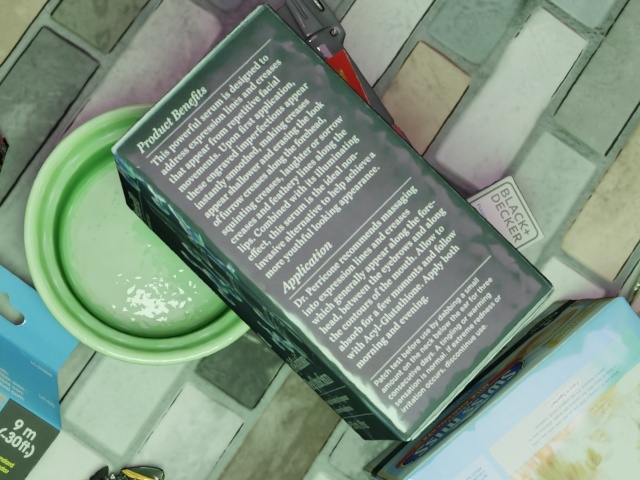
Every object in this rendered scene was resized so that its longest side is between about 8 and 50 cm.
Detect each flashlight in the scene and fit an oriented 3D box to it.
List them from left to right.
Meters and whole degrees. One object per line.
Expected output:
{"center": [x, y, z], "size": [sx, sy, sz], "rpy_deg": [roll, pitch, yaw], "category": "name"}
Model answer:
{"center": [0.027, -0.161, 1.646], "size": [0.103, 0.103, 0.304], "rpy_deg": [-33, 86, -43], "category": "flashlight"}

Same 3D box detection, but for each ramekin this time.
{"center": [-0.194, -0.003, 1.568], "size": [0.303, 0.148, 0.303], "rpy_deg": [1, 84, -8], "category": "ramekin"}

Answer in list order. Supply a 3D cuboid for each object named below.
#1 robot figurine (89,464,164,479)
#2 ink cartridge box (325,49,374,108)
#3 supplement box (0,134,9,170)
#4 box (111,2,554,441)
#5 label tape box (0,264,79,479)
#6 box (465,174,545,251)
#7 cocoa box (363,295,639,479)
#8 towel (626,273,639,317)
{"center": [-0.272, 0.395, 1.554], "size": [0.291, 0.085, 0.211], "rpy_deg": [-26, 90, -9], "category": "robot figurine"}
{"center": [0.005, -0.091, 1.598], "size": [0.056, 0.181, 0.224], "rpy_deg": [-28, 91, -50], "category": "ink cartridge box"}
{"center": [-0.470, -0.026, 1.571], "size": [0.130, 0.073, 0.239], "rpy_deg": [16, 82, -8], "category": "supplement box"}
{"center": [0.000, 0.000, 1.360], "size": [0.395, 0.293, 0.212], "rpy_deg": [45, 80, 3], "category": "box"}
{"center": [-0.431, 0.186, 1.493], "size": [0.240, 0.106, 0.333], "rpy_deg": [41, 80, -32], "category": "label tape box"}
{"center": [0.112, 0.034, 1.600], "size": [0.290, 0.169, 0.087], "rpy_deg": [-30, 89, -10], "category": "box"}
{"center": [0.264, 0.259, 1.570], "size": [0.347, 0.228, 0.231], "rpy_deg": [-39, 91, -9], "category": "cocoa box"}
{"center": [0.587, 0.035, 1.698], "size": [0.324, 0.056, 0.312], "rpy_deg": [29, 86, 0], "category": "towel"}
